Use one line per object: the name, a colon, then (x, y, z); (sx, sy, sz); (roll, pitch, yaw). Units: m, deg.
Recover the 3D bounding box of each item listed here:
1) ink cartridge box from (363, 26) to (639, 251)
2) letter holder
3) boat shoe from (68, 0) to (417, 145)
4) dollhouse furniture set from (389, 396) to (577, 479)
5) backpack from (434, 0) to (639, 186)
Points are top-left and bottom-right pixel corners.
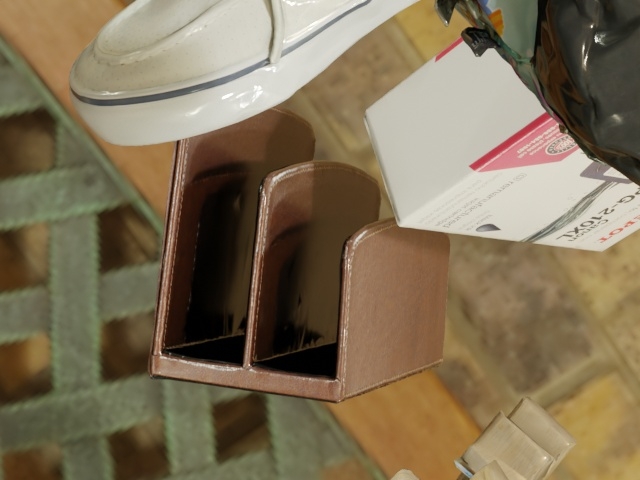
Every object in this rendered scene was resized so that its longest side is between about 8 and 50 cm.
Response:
ink cartridge box: (0.179, -0.079, 1.220); (0.237, 0.172, 0.100); (6, 59, -43)
letter holder: (0.000, 0.000, 1.349); (0.302, 0.152, 0.214); (-3, 99, -72)
boat shoe: (-0.005, -0.196, 0.982); (0.156, 0.367, 0.136); (58, 8, -40)
dollhouse furniture set: (0.181, 0.387, 1.488); (0.394, 0.256, 0.362); (42, 24, 15)
backpack: (0.088, -0.100, 0.446); (0.115, 0.152, 0.182); (33, 11, -23)
